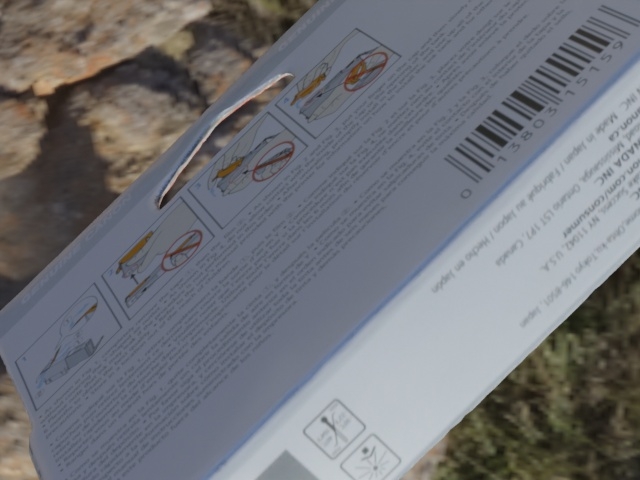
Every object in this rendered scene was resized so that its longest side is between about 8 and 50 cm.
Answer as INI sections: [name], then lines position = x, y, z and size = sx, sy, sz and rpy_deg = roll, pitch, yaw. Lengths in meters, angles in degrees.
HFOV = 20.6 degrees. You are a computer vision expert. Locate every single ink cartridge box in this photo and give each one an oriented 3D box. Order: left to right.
[ink cartridge box]
position = 0.000, 0.000, 0.685
size = 0.275, 0.239, 0.060
rpy_deg = -44, 115, -1
